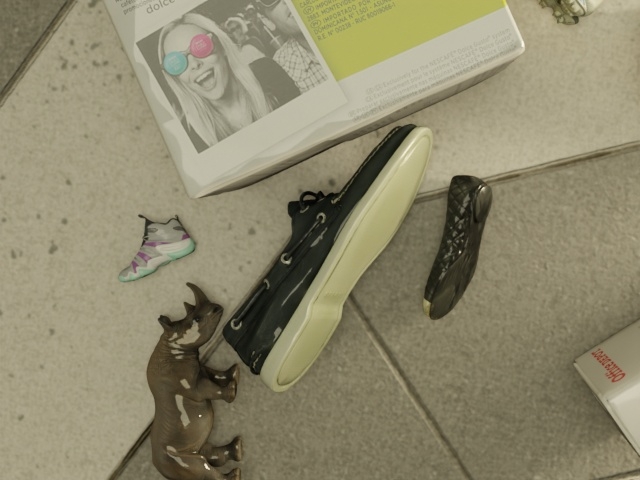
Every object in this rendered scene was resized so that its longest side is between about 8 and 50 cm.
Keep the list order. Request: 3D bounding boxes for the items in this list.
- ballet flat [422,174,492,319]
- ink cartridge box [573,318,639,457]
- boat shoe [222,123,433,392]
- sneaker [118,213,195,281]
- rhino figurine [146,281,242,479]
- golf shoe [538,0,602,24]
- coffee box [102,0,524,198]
[{"bbox_3d":[0.154,0.009,1.394,0.049,0.057,0.173,22,96,42],"label":"ballet flat"},{"bbox_3d":[0.430,0.122,1.302,0.273,0.198,0.115,-33,93,6],"label":"ink cartridge box"},{"bbox_3d":[0.001,0.001,1.362,0.113,0.127,0.340,33,99,24],"label":"boat shoe"},{"bbox_3d":[-0.204,0.003,1.415,0.098,0.038,0.069,-27,91,-4],"label":"sneaker"},{"bbox_3d":[-0.149,0.170,1.404,0.106,0.073,0.243,-2,93,1],"label":"rhino figurine"},{"bbox_3d":[0.260,-0.332,1.356,0.086,0.069,0.176,-36,95,-15],"label":"golf shoe"},{"bbox_3d":[-0.022,-0.265,1.230,0.338,0.337,0.334,-24,92,5],"label":"coffee box"}]
